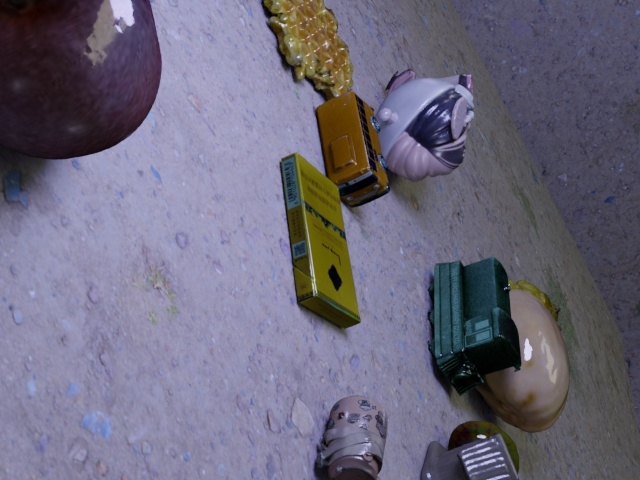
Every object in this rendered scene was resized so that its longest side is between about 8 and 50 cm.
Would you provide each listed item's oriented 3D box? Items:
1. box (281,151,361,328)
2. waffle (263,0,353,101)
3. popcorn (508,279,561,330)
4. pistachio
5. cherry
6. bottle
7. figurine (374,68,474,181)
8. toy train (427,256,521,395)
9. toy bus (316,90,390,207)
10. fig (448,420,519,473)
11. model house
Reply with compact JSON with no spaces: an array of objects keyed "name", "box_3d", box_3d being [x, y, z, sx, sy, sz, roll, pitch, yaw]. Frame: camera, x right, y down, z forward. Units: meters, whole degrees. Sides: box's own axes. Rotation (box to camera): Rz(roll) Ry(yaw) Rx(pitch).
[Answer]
[{"name":"box","box_3d":[0.000,-0.001,1.616,0.153,0.041,0.279,37,39,-53]},{"name":"waffle","box_3d":[-0.017,-0.403,1.913,0.300,0.058,0.282,-6,74,-65]},{"name":"popcorn","box_3d":[0.509,0.220,2.358,0.266,0.192,0.233,60,25,-8]},{"name":"pistachio","box_3d":[0.451,0.274,2.143,0.237,0.229,0.321,-7,76,-27]},{"name":"cherry","box_3d":[-0.273,-0.209,0.979,0.307,0.221,0.261,29,51,-75]},{"name":"bottle","box_3d":[0.048,0.307,1.386,0.099,0.098,0.152,57,24,-25]},{"name":"figurine","box_3d":[0.226,-0.259,2.144,0.211,0.253,0.361,20,23,-1]},{"name":"toy train","box_3d":[0.332,0.169,2.029,0.138,0.178,0.330,52,29,-33]},{"name":"toy bus","box_3d":[0.062,-0.178,1.836,0.114,0.098,0.201,34,40,-52]},{"name":"fig","box_3d":[0.312,0.429,1.879,0.245,0.149,0.149,69,4,-79]},{"name":"model house","box_3d":[0.271,0.446,1.675,0.122,0.188,0.229,14,55,-44]}]
